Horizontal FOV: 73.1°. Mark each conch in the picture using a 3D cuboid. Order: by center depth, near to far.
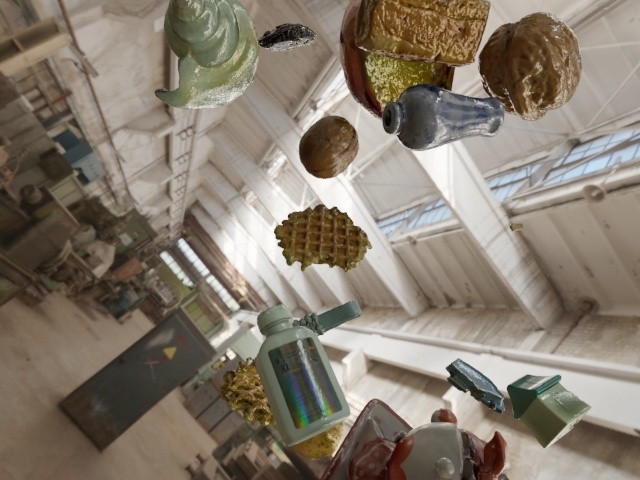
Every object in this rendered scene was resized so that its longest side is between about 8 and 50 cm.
[{"bbox_3d":[-0.081,-0.138,0.326,0.065,0.088,0.180,21,2,2],"label":"conch"}]

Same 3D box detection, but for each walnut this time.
[{"bbox_3d":[0.524,-0.427,1.081,0.224,0.257,0.257,5,-47,50],"label":"walnut"},{"bbox_3d":[0.027,-0.277,1.283,0.167,0.207,0.167,36,-18,14],"label":"walnut"}]

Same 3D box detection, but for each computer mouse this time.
[{"bbox_3d":[-0.128,-0.754,1.593,0.146,0.242,0.077,12,-62,67],"label":"computer mouse"}]

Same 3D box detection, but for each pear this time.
[{"bbox_3d":[-0.021,0.547,1.267,0.178,0.178,0.178,43,-21,21],"label":"pear"}]

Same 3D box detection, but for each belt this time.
[{"bbox_3d":[0.015,0.202,1.091,0.065,0.179,0.100,64,8,18],"label":"belt"}]

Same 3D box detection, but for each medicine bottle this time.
[{"bbox_3d":[-0.047,0.229,0.770,0.229,0.121,0.083,63,-28,26],"label":"medicine bottle"}]

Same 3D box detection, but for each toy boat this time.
[{"bbox_3d":[0.571,0.545,1.594,0.238,0.109,0.098,35,-53,38],"label":"toy boat"}]

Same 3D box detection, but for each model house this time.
[{"bbox_3d":[0.534,0.391,1.038,0.149,0.100,0.127,48,-38,38],"label":"model house"}]

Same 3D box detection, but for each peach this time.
[{"bbox_3d":[0.221,-0.563,1.270,0.310,0.335,0.405,-107,180,-60],"label":"peach"}]

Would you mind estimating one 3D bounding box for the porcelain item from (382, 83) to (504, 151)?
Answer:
[{"bbox_3d":[0.260,-0.262,0.926,0.141,0.259,0.141,176,-90,-73],"label":"porcelain item"}]

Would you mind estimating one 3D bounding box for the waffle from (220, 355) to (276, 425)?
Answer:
[{"bbox_3d":[-0.127,0.378,1.111,0.262,0.060,0.280,15,11,-21],"label":"waffle"}]

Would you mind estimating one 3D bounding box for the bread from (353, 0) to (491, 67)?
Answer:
[{"bbox_3d":[0.230,-0.498,0.994,0.132,0.294,0.166,-104,-158,-48],"label":"bread"}]

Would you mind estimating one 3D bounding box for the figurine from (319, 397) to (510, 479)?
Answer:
[{"bbox_3d":[0.128,0.273,0.490,0.160,0.183,0.226,41,-39,2],"label":"figurine"}]

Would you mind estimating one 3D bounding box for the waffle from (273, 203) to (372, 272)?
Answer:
[{"bbox_3d":[0.009,-0.002,1.364,0.058,0.301,0.281,103,-33,-45],"label":"waffle"}]

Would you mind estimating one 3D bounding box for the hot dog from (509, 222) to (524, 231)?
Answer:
[{"bbox_3d":[0.883,-0.057,1.958,0.034,0.090,0.030,-37,-114,52],"label":"hot dog"}]
